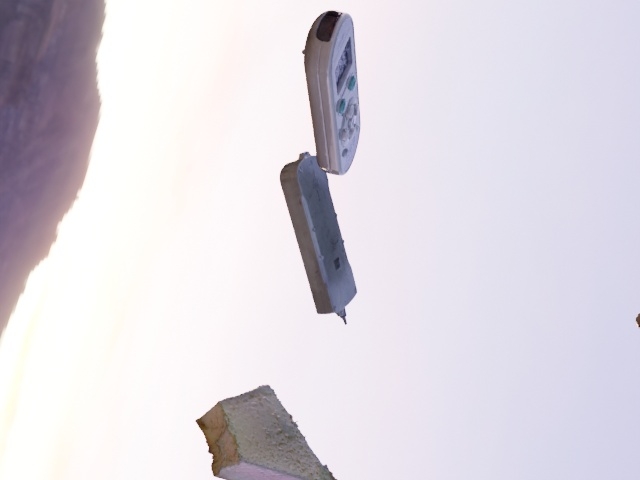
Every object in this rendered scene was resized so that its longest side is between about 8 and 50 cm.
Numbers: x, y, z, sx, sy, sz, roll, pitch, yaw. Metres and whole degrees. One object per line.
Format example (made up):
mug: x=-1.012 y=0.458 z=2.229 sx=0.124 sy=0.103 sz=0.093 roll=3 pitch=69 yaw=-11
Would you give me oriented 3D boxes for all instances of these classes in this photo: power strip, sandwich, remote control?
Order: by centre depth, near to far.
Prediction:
remote control: x=0.013 y=-0.152 z=1.012 sx=0.221 sy=0.042 sz=0.078 roll=80 pitch=29 yaw=-56
power strip: x=0.000 y=0.000 z=1.195 sx=0.080 sy=0.029 sz=0.227 roll=-33 pitch=111 yaw=-59
sandwich: x=-0.085 y=0.311 z=1.382 sx=0.193 sy=0.162 sz=0.058 roll=51 pitch=-57 yaw=20

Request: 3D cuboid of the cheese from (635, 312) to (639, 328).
cheese: x=0.562 y=0.108 z=1.298 sx=0.400 sy=0.085 sz=0.034 roll=145 pitch=-41 yaw=-78
